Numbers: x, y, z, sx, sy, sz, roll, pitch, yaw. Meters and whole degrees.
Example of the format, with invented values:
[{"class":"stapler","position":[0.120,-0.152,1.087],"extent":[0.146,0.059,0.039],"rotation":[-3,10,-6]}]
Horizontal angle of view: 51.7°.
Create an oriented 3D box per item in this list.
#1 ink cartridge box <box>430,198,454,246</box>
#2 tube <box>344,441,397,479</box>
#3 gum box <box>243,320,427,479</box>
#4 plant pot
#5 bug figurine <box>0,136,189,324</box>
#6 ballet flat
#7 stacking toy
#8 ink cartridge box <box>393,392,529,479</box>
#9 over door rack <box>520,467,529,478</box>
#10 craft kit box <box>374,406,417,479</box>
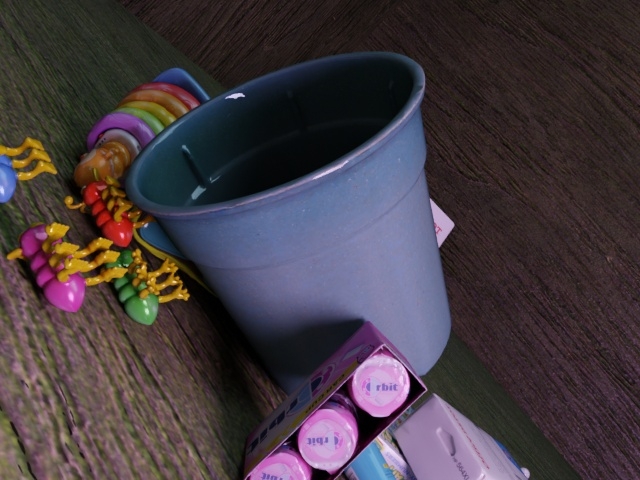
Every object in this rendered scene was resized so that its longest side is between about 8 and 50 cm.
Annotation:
[{"class":"ink cartridge box","position":[0.041,0.004,1.113],"extent":[0.198,0.270,0.197],"rotation":[39,-7,-35]},{"class":"tube","position":[0.096,0.336,0.767],"extent":[0.207,0.052,0.080],"rotation":[55,-1,31]},{"class":"gum box","position":[0.006,0.172,0.639],"extent":[0.062,0.188,0.107],"rotation":[46,1,-5]},{"class":"plant pot","position":[0.000,0.000,0.799],"extent":[0.341,0.341,0.334],"rotation":[-119,-175,-58]},{"class":"bug figurine","position":[-0.244,-0.015,0.658],"extent":[0.216,0.072,0.279],"rotation":[56,7,20]},{"class":"ballet flat","position":[-0.167,0.017,0.903],"extent":[0.231,0.077,0.077],"rotation":[38,-12,-35]},{"class":"stacking toy","position":[-0.262,-0.128,0.933],"extent":[0.166,0.175,0.302],"rotation":[50,22,-8]},{"class":"ink cartridge box","position":[0.208,0.319,0.892],"extent":[0.203,0.086,0.148],"rotation":[39,11,-32]},{"class":"over door rack","position":[0.407,0.531,1.155],"extent":[0.324,0.108,0.239],"rotation":[36,14,-49]},{"class":"craft kit box","position":[0.115,0.302,0.990],"extent":[0.250,0.061,0.247],"rotation":[45,11,-7]}]
